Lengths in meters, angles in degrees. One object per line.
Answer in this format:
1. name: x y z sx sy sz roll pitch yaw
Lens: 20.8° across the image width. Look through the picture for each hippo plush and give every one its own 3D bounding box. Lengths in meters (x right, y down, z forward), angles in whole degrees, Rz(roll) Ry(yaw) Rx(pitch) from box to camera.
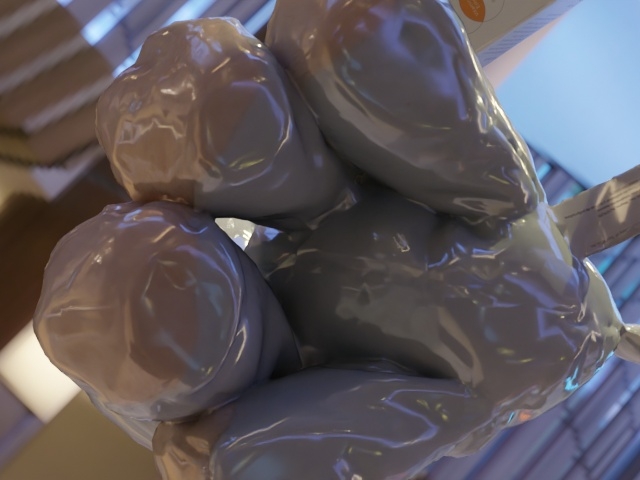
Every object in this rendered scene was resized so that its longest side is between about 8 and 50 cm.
1. hippo plush: 0.000 0.000 0.773 0.236 0.294 0.234 -175 -110 -69

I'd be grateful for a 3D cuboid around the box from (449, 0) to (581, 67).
1. box: 0.119 -0.202 1.128 0.130 0.170 0.091 59 20 4
